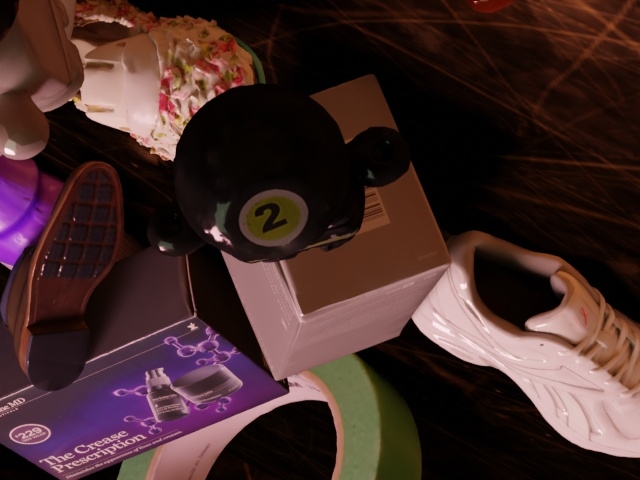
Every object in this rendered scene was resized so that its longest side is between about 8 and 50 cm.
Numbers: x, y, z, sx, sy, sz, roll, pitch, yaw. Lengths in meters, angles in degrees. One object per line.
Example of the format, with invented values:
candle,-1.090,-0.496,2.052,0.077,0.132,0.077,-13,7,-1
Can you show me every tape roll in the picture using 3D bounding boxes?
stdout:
tape roll,-0.058,0.241,1.713,0.321,0.321,0.077,15,161,43

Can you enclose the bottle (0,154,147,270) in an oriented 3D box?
bottle,-0.264,-0.010,1.683,0.118,0.092,0.283,9,157,38

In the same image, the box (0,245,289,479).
box,-0.190,0.118,1.695,0.261,0.103,0.184,-24,141,17

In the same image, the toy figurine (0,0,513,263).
toy figurine,-0.040,-0.108,0.652,0.209,0.213,0.148,31,179,8

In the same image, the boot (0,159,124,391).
boot,-0.240,0.014,1.573,0.082,0.219,0.106,3,-156,-36

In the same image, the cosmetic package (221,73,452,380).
cosmetic package,0.000,0.000,1.097,0.238,0.107,0.127,114,134,-73

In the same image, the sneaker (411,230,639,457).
sneaker,0.166,0.069,1.159,0.232,0.090,0.115,27,163,0

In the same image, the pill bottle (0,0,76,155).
pill bottle,-0.330,-0.167,1.013,0.361,0.204,0.204,20,164,29

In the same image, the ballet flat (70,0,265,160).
ballet flat,-0.111,-0.091,1.020,0.077,0.091,0.241,-4,-168,-25
